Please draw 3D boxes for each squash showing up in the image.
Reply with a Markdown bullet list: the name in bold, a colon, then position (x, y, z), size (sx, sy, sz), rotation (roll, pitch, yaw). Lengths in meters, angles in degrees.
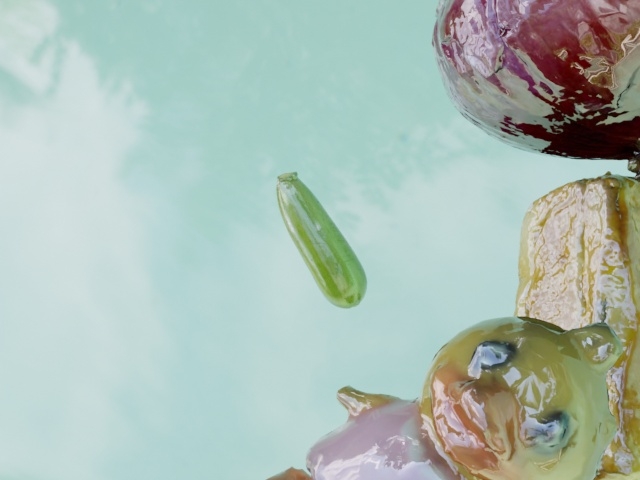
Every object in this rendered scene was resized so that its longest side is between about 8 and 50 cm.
- **squash**: position (0.000, 0.000, 1.449), size (0.066, 0.201, 0.066), rotation (-28, 6, 3)

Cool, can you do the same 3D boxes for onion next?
- **onion**: position (0.266, -0.157, 0.876), size (0.348, 0.348, 0.285), rotation (-26, 78, 38)

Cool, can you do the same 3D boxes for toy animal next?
- **toy animal**: position (0.106, 0.158, 0.805), size (0.281, 0.169, 0.195), rotation (-46, 68, 26)

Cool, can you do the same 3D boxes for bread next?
- **bread**: position (0.258, 0.091, 1.020), size (0.167, 0.132, 0.294), rotation (-30, 50, 60)
